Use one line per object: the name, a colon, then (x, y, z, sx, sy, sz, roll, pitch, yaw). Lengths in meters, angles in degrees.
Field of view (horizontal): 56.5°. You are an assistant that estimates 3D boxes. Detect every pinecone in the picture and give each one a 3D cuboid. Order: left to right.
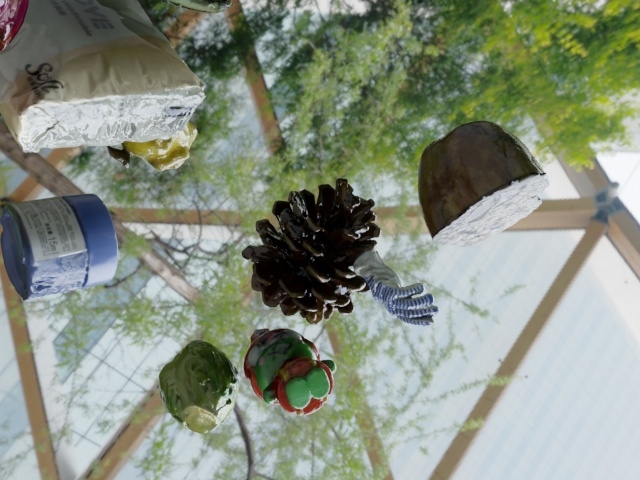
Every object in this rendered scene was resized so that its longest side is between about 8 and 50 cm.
pinecone: (0.000, 0.000, 1.543, 0.384, 0.384, 0.385, -30, -147, 22)

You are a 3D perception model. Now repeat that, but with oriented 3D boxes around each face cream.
face cream: (-0.676, 0.011, 1.525, 0.225, 0.249, 0.248, -11, -173, -40)

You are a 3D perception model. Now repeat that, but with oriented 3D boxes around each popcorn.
popcorn: (-0.455, -0.331, 1.537, 0.281, 0.316, 0.297, -39, 171, -6)

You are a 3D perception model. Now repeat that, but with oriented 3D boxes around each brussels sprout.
brussels sprout: (-0.285, 0.351, 1.435, 0.161, 0.223, 0.223, -24, -144, 25)

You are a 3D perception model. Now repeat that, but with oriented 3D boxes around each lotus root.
lotus root: (0.390, -0.146, 1.413, 0.316, 0.316, 0.250, -27, -119, 25)

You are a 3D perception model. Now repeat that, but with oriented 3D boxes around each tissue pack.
tissue pack: (-0.439, -0.331, 1.061, 0.390, 0.376, 0.195, -22, 160, -46)

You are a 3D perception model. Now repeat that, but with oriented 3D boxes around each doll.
doll: (-0.093, 0.304, 1.446, 0.182, 0.160, 0.363, -29, -155, -18)

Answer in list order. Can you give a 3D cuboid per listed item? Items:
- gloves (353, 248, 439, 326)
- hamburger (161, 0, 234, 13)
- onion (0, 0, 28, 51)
gloves: (0.167, 0.112, 1.334, 0.229, 0.119, 0.097, 37, -88, 22)
hamburger: (-0.299, -0.606, 1.218, 0.168, 0.287, 0.193, 115, -12, -73)
onion: (-0.507, -0.323, 0.646, 0.358, 0.358, 0.345, -8, -105, 45)
